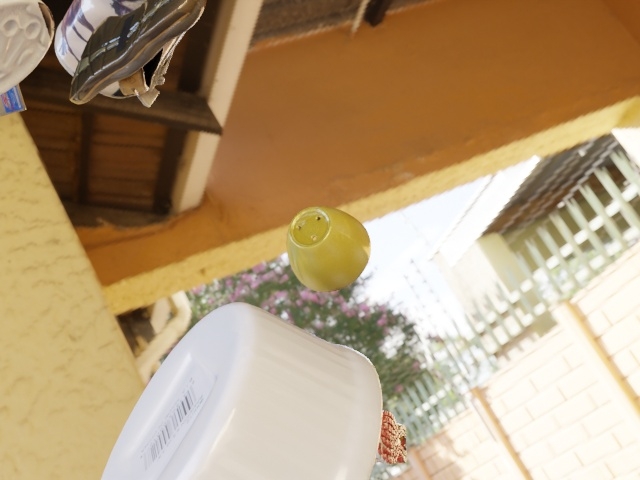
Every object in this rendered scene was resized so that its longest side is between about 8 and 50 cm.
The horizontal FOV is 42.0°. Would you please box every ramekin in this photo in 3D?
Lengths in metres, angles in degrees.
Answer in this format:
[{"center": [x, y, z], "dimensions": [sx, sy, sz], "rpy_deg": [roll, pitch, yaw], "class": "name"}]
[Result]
[{"center": [-0.084, 0.189, 0.744], "dimensions": [0.277, 0.135, 0.277], "rpy_deg": [-47, 20, 23], "class": "ramekin"}]

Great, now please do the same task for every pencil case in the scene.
[{"center": [-0.230, -0.382, 1.217], "dimensions": [0.183, 0.160, 0.410], "rpy_deg": [30, -46, -21], "class": "pencil case"}]

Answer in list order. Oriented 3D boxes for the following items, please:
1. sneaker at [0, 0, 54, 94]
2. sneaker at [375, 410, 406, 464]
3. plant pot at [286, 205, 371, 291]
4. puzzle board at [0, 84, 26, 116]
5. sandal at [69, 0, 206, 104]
[{"center": [-0.504, -0.235, 0.957], "dimensions": [0.322, 0.236, 0.130], "rpy_deg": [-40, -27, -25], "class": "sneaker"}, {"center": [0.091, 0.355, 1.464], "dimensions": [0.092, 0.088, 0.225], "rpy_deg": [-6, -24, 14], "class": "sneaker"}, {"center": [0.000, 0.000, 1.280], "dimensions": [0.134, 0.134, 0.095], "rpy_deg": [-33, -33, 5], "class": "plant pot"}, {"center": [-0.454, -0.229, 1.124], "dimensions": [0.096, 0.128, 0.011], "rpy_deg": [-10, 13, 20], "class": "puzzle board"}, {"center": [-0.168, -0.177, 0.780], "dimensions": [0.219, 0.090, 0.060], "rpy_deg": [-20, -40, 41], "class": "sandal"}]
